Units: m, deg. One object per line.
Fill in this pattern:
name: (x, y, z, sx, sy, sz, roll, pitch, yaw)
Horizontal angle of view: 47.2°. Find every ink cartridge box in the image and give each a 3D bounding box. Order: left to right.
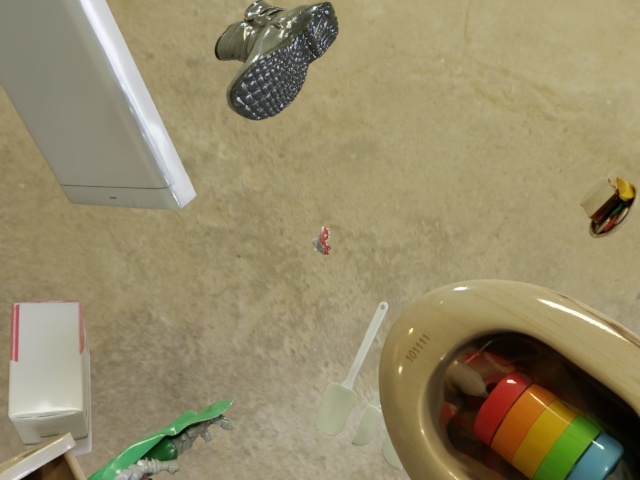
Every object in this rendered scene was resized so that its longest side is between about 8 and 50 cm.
ink cartridge box: (-0.368, 0.198, 1.013, 0.092, 0.218, 0.159, -2, 62, -17)

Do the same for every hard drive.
hard drive: (-0.311, -0.197, 0.894, 0.233, 0.353, 0.047, 5, 39, 37)

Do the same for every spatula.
spatula: (0.106, 0.228, 1.202, 0.168, 0.019, 0.242, 21, 81, 28)

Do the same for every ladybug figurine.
ladybug figurine: (0.272, 0.231, 0.855, 0.449, 0.162, 0.305, 41, 98, 29)

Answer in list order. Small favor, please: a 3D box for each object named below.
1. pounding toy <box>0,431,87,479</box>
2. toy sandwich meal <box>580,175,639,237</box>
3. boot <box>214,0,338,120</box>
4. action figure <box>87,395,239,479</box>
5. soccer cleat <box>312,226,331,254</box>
pounding toy: (-0.277, 0.283, 0.664, 0.154, 0.269, 0.155, -26, 91, 3)
toy sandwich meal: (0.337, -0.041, 0.859, 0.029, 0.085, 0.085, 34, 78, -7)
boot: (-0.094, -0.264, 1.064, 0.161, 0.083, 0.246, 12, 52, 35)
action figure: (-0.209, 0.270, 0.897, 0.137, 0.232, 0.063, -39, 80, 37)
soccer cleat: (0.000, 0.000, 1.417, 0.035, 0.083, 0.029, 13, 60, 13)
